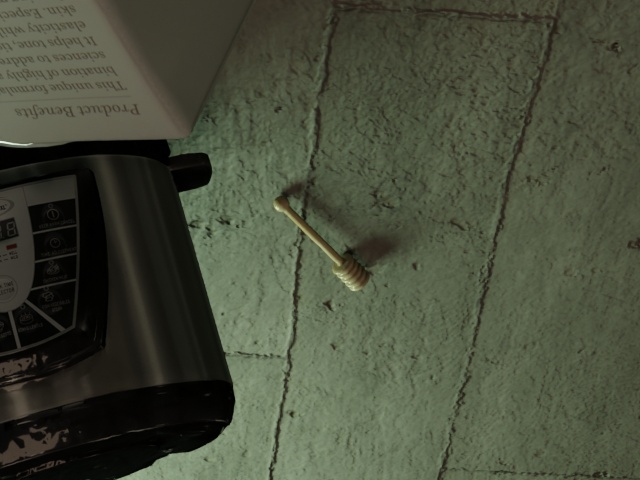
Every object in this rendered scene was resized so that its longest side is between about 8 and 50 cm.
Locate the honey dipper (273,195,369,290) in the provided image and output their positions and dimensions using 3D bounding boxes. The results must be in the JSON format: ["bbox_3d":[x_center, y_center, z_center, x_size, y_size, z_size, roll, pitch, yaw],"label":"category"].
[{"bbox_3d":[0.000,0.000,2.105,0.030,0.030,0.161,-26,128,24],"label":"honey dipper"}]

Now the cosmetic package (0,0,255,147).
[{"bbox_3d":[-0.264,-0.321,1.486,0.329,0.327,0.394,0,141,29],"label":"cosmetic package"}]

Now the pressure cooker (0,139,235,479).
[{"bbox_3d":[-0.310,0.044,1.878,0.375,0.420,0.370,-26,164,37],"label":"pressure cooker"}]
